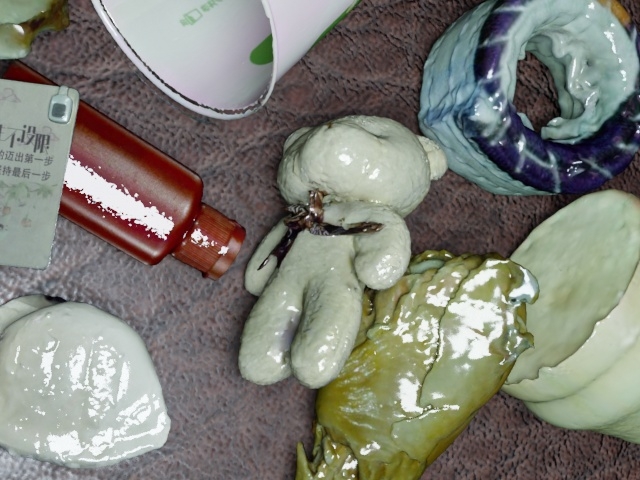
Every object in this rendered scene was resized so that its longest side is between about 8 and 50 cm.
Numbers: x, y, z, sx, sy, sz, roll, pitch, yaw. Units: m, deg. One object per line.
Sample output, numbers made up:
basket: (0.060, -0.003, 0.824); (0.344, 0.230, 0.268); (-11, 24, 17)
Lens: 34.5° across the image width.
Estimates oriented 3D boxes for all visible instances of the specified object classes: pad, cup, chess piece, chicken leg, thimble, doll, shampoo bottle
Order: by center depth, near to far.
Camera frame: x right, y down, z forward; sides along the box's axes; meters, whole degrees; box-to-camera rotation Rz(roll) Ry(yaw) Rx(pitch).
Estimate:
pad: (-0.344, -0.070, 0.860); (0.264, 0.009, 0.160); (8, 83, -1)
cup: (-0.052, -0.282, 0.941); (0.274, 0.253, 0.253); (-42, 101, -30)
doll: (0.003, -0.001, 0.941); (0.175, 0.149, 0.278); (10, 67, 17)
shampoo bottle: (-0.190, -0.053, 0.942); (0.260, 0.064, 0.102); (32, 74, -17)
chicken leg: (0.050, 0.193, 0.967); (0.429, 0.201, 0.152); (-61, 149, -6)
thimble: (0.221, -0.153, 1.082); (0.237, 0.150, 0.237); (2, 86, -22)
chess piece: (0.391, 0.166, 1.094); (0.442, 0.234, 0.234); (38, 72, -20)

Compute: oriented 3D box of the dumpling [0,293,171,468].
dumpling: (-0.223, 0.127, 0.894); (0.150, 0.092, 0.176); (-41, 101, -22)

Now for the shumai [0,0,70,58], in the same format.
shumai: (-0.340, -0.197, 0.816); (0.263, 0.309, 0.304); (8, 114, -46)
